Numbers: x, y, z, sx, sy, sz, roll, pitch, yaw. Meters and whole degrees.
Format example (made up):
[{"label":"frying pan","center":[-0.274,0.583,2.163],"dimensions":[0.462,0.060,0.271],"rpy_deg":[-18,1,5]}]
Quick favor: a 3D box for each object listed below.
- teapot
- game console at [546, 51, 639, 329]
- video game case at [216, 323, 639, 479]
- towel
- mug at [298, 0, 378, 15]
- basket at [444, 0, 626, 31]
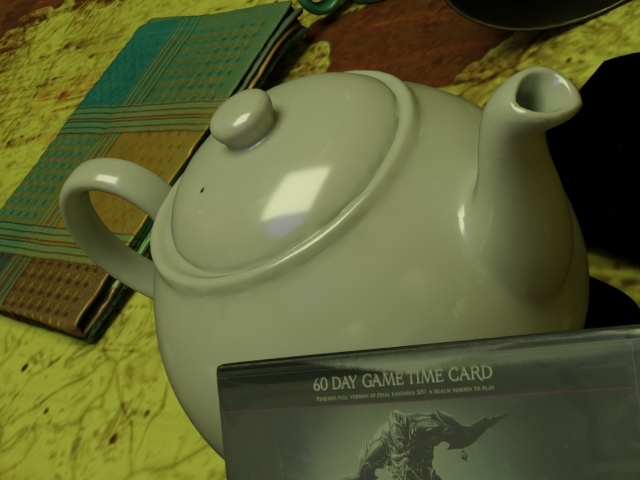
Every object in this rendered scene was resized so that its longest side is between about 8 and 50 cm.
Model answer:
[{"label":"teapot","center":[0.000,0.000,0.553],"dimensions":[0.256,0.187,0.252],"rpy_deg":[-36,31,4]},{"label":"game console","center":[0.148,0.041,0.579],"dimensions":[0.361,0.044,0.213],"rpy_deg":[-50,37,-11]},{"label":"video game case","center":[0.052,0.177,0.401],"dimensions":[0.196,0.026,0.274],"rpy_deg":[-10,85,35]},{"label":"towel","center":[-0.191,-0.078,1.015],"dimensions":[0.271,0.040,0.370],"rpy_deg":[7,59,47]},{"label":"mug","center":[0.045,-0.291,0.970],"dimensions":[0.129,0.097,0.158],"rpy_deg":[1,52,42]},{"label":"basket","center":[0.175,-0.292,0.819],"dimensions":[0.204,0.154,0.227],"rpy_deg":[-24,36,19]}]
